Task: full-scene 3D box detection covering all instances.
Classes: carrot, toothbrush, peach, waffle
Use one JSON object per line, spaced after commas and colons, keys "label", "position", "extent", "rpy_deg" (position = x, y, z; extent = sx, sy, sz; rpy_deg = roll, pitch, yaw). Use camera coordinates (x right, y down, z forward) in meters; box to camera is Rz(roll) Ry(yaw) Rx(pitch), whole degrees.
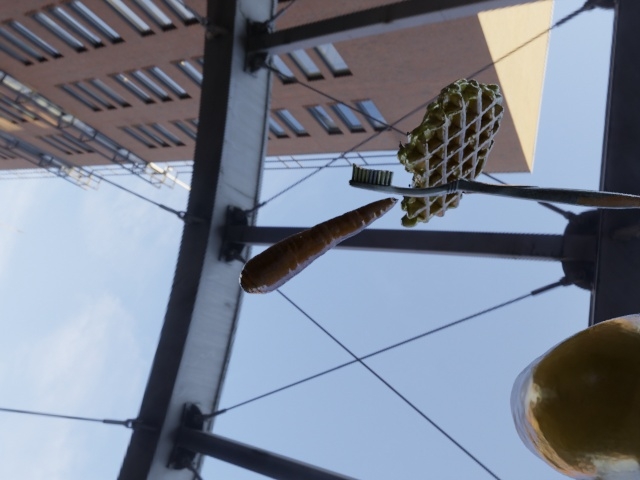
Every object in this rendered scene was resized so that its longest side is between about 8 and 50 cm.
{"label": "carrot", "position": [0.000, 0.000, 0.614], "extent": [0.216, 0.048, 0.048], "rpy_deg": [-30, -125, -6]}
{"label": "toothbrush", "position": [0.220, -0.063, 0.646], "extent": [0.376, 0.028, 0.037], "rpy_deg": [7, -78, 13]}
{"label": "peach", "position": [0.226, 0.112, 0.367], "extent": [0.179, 0.179, 0.103], "rpy_deg": [-18, -113, 23]}
{"label": "waffle", "position": [0.243, -0.162, 0.970], "extent": [0.058, 0.282, 0.300], "rpy_deg": [40, -44, 35]}
